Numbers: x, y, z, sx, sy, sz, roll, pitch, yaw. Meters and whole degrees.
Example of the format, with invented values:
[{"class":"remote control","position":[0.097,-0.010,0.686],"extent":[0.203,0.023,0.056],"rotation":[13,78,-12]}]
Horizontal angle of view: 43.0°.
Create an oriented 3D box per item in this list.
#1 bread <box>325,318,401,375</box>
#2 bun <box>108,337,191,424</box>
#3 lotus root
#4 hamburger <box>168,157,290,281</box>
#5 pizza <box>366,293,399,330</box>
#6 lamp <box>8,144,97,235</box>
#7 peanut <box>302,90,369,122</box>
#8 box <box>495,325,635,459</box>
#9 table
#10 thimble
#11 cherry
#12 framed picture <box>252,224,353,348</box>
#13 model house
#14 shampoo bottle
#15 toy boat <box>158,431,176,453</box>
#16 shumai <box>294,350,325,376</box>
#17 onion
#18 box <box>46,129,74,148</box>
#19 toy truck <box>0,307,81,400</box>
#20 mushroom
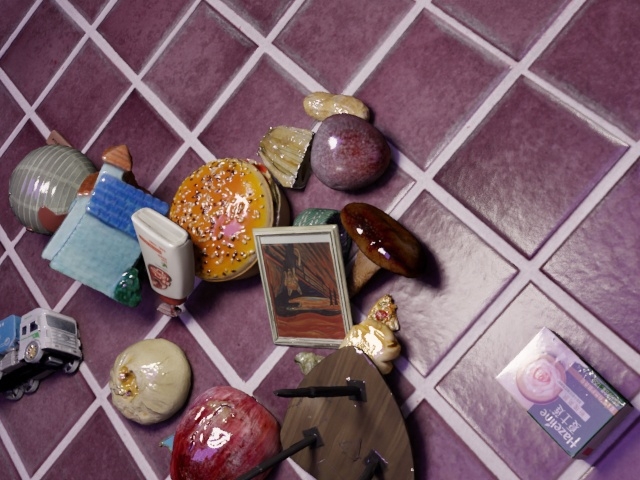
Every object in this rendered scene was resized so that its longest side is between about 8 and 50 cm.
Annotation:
[{"class":"bread","position":[0.089,0.247,1.640],"extent":[0.119,0.084,0.177],"rotation":[34,93,32]},{"class":"bun","position":[-0.413,0.326,1.897],"extent":[0.222,0.127,0.223],"rotation":[-9,70,26]},{"class":"lotus root","position":[-0.072,-0.203,1.891],"extent":[0.144,0.070,0.143],"rotation":[32,97,29]},{"class":"hamburger","position":[-0.217,-0.050,1.868],"extent":[0.300,0.176,0.300],"rotation":[-9,72,28]},{"class":"pizza","position":[0.133,0.156,1.678],"extent":[0.078,0.025,0.083],"rotation":[37,95,36]},{"class":"lamp","position":[-0.696,-0.130,2.147],"extent":[0.233,0.265,0.233],"rotation":[8,116,16]},{"class":"peanut","position":[0.033,-0.299,1.850],"extent":[0.174,0.080,0.080],"rotation":[18,85,32]},{"class":"box","position":[0.428,0.268,1.433],"extent":[0.135,0.081,0.199],"rotation":[-49,55,9]},{"class":"table","position":[0.000,0.398,1.503],"extent":[0.317,0.249,0.318],"rotation":[6,100,34]},{"class":"thimble","position":[0.001,-0.002,1.754],"extent":[0.090,0.118,0.135],"rotation":[7,97,37]},{"class":"cherry","position":[0.059,-0.185,1.761],"extent":[0.176,0.140,0.176],"rotation":[3,97,26]},{"class":"framed picture","position":[-0.037,0.102,1.724],"extent":[0.216,0.016,0.274],"rotation":[-3,104,31]},{"class":"model house","position":[-0.480,-0.069,1.949],"extent":[0.329,0.251,0.295],"rotation":[-63,14,12]},{"class":"shampoo bottle","position":[-0.345,0.073,1.829],"extent":[0.153,0.284,0.071],"rotation":[29,47,26]},{"class":"toy boat","position":[-0.290,0.511,1.794],"extent":[0.077,0.075,0.185],"rotation":[-48,62,7]},{"class":"shumai","position":[-0.022,0.268,1.705],"extent":[0.080,0.083,0.082],"rotation":[21,48,15]},{"class":"onion","position":[-0.221,0.444,1.703],"extent":[0.227,0.120,0.284],"rotation":[22,72,23]},{"class":"box","position":[-0.755,-0.276,2.357],"extent":[0.115,0.025,0.048],"rotation":[41,96,34]},{"class":"toy truck","position":[-0.794,0.302,2.128],"extent":[0.367,0.146,0.175],"rotation":[-24,59,23]},{"class":"mushroom","position":[0.102,0.057,1.687],"extent":[0.227,0.148,0.218],"rotation":[50,121,42]}]
